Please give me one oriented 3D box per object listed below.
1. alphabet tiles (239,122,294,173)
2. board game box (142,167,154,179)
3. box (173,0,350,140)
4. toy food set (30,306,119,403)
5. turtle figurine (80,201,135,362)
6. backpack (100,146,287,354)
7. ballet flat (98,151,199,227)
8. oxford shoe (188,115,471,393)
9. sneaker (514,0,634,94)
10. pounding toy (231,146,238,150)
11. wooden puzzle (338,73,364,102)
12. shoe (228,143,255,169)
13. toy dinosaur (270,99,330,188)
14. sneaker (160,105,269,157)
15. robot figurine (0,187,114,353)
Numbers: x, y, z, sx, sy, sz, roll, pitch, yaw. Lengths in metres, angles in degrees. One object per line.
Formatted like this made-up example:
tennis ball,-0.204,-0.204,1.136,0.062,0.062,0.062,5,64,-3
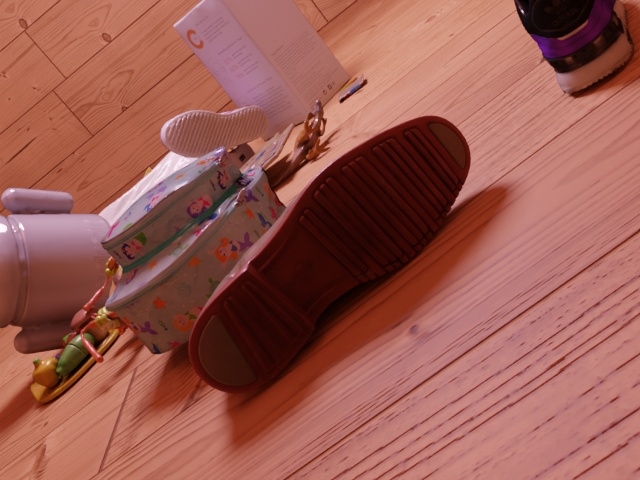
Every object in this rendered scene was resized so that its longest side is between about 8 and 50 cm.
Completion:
alphabet tiles,-0.181,-0.086,1.564,0.342,0.011,0.285,-40,15,24
board game box,-0.429,-0.069,1.897,0.259,0.039,0.124,-63,10,1
box,-0.136,-0.437,1.883,0.215,0.345,0.168,-15,29,54
toy food set,-0.405,0.167,1.345,0.128,0.071,0.218,-17,27,52
turtle figurine,-0.287,0.062,1.237,0.217,0.087,0.269,-62,18,13
backpack,-0.161,0.016,1.037,0.225,0.191,0.253,-30,24,27
ballet flat,-0.385,-0.046,1.775,0.400,0.139,0.139,-48,17,-10
oxford shoe,0.000,0.000,0.821,0.348,0.123,0.130,-40,11,-6
sneaker,0.274,-0.283,0.924,0.102,0.146,0.293,-32,18,22
pounding toy,-0.307,-0.242,2.081,0.155,0.154,0.269,-28,20,36
wooden puzzle,0.067,-0.325,1.738,0.078,0.014,0.116,-38,15,21
shoe,-0.211,-0.161,1.826,0.081,0.063,0.178,-33,12,26
toy dinosaur,-0.031,-0.162,1.469,0.211,0.064,0.112,-58,10,-17
sneaker,-0.264,-0.232,1.797,0.161,0.102,0.282,-2,9,43
robot figurine,-0.502,0.051,1.468,0.353,0.300,0.200,-3,-13,-37
